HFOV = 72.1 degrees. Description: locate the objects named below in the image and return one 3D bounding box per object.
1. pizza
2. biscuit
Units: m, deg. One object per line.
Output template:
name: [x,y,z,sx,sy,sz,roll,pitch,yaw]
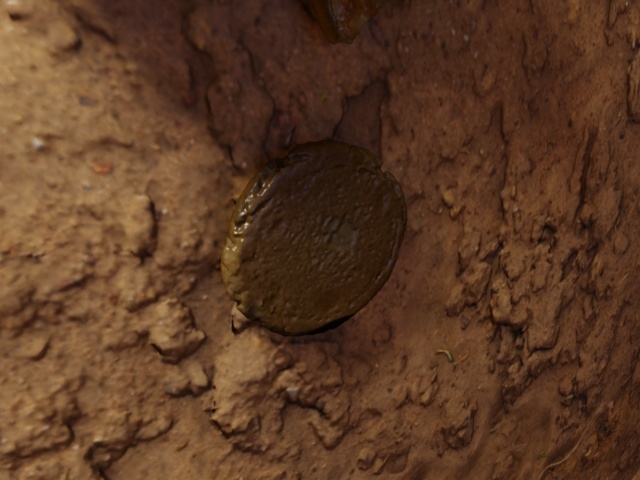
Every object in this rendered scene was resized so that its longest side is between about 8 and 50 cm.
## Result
pizza: [0.036,-0.263,0.390,0.134,0.046,0.175,-3,113,-39]
biscuit: [0.000,0.000,0.469,0.226,0.042,0.226,-12,113,-29]
